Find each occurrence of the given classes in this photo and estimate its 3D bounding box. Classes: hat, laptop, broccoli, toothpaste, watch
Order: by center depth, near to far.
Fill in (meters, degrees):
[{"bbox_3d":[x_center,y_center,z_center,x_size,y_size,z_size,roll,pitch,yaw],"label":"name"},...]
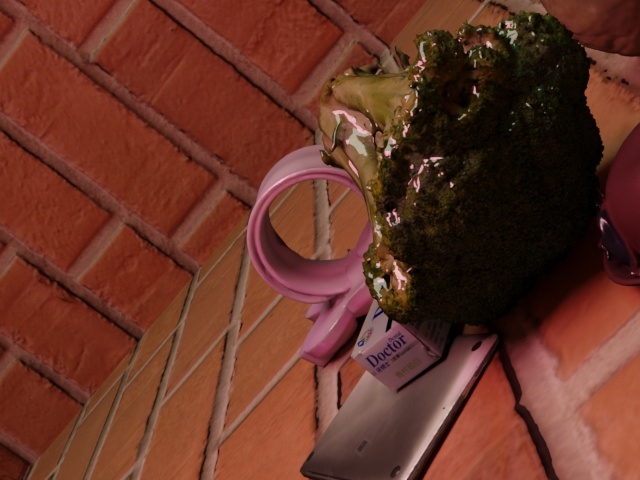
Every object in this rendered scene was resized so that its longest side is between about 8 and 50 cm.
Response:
[{"bbox_3d":[0.282,-0.055,0.783,0.205,0.089,0.205,-50,12,14],"label":"hat"},{"bbox_3d":[0.129,-0.079,0.943,0.304,0.283,0.321,-35,-35,-32],"label":"broccoli"},{"bbox_3d":[0.074,0.175,1.052,0.187,0.015,0.269,-54,12,-19],"label":"laptop"},{"bbox_3d":[0.124,0.025,1.150,0.081,0.067,0.336,-44,11,37],"label":"toothpaste"},{"bbox_3d":[0.000,0.000,1.349,0.248,0.217,0.211,-47,13,21],"label":"watch"}]

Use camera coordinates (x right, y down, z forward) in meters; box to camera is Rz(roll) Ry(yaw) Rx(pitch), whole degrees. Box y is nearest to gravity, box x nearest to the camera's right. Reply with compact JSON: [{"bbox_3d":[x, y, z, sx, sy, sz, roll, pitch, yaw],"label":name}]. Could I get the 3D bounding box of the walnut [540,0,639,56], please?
[{"bbox_3d":[0.327,-0.315,1.038,0.248,0.248,0.248,-49,13,15],"label":"walnut"}]
